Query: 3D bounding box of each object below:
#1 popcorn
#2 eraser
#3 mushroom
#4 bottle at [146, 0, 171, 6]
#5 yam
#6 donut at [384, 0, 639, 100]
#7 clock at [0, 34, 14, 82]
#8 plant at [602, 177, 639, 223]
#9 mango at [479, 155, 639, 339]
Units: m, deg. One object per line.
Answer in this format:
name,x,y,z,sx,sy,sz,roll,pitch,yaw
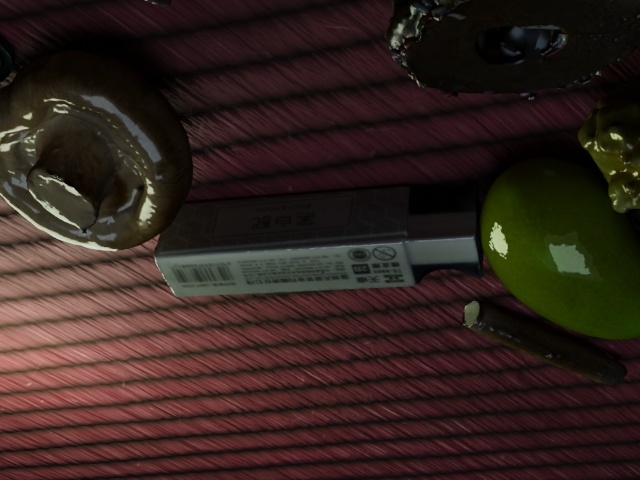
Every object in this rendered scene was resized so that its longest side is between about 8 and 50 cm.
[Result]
popcorn,0.370,-0.091,1.314,0.197,0.197,0.155,6,114,1
eraser,0.000,0.000,1.564,0.404,0.096,0.098,-4,140,13
mushroom,-0.276,-0.102,1.434,0.278,0.146,0.278,11,138,10
bottle,-0.090,-0.308,1.154,0.253,0.120,0.120,-21,135,33
yam,0.319,0.148,1.750,0.264,0.046,0.046,23,140,-19
donut,0.190,-0.223,1.184,0.270,0.103,0.270,-4,161,-1
clock,-0.390,-0.211,1.411,0.085,0.017,0.085,4,143,3
plant,0.372,-0.058,1.469,0.051,0.051,0.102,-28,124,37
mango,0.297,0.019,1.476,0.185,0.149,0.273,-11,129,46
